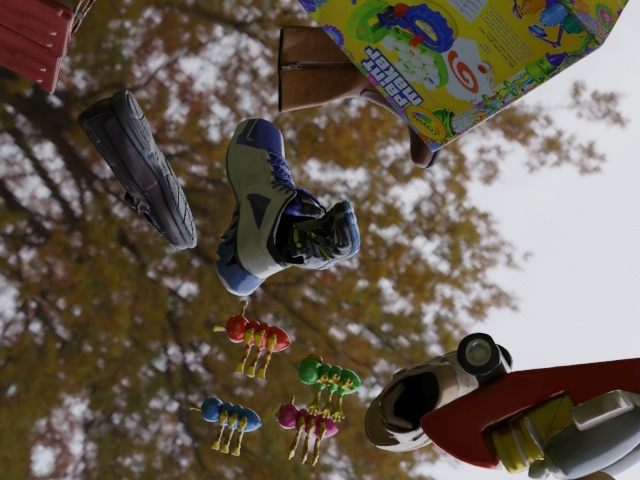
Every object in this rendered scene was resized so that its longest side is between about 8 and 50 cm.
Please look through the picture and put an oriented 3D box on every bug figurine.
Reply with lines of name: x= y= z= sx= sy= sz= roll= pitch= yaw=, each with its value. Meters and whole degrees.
bug figurine: x=-0.063 y=0.206 z=1.748 sx=0.279 sy=0.216 sz=0.072 roll=111 pitch=-2 yaw=-45

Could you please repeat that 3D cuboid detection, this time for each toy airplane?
toy airplane: x=0.377 y=0.250 z=1.664 sx=0.384 sy=0.386 sz=0.273 roll=-24 pitch=-115 yaw=58

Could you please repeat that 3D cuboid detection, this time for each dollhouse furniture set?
dollhouse furniture set: x=-0.431 y=-0.372 z=1.507 sx=0.152 sy=0.374 sz=0.201 roll=-52 pitch=-168 yaw=54

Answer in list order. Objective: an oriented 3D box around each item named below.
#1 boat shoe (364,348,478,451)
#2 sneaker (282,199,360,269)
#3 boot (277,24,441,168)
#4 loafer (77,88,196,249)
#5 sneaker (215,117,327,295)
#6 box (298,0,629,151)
boat shoe: x=0.140 y=0.251 z=1.964 sx=0.341 sy=0.110 sz=0.122 roll=-48 pitch=-122 yaw=54
sneaker: x=0.000 y=0.000 z=1.716 sx=0.188 sy=0.078 sz=0.067 roll=139 pitch=-56 yaw=-61
boot: x=0.068 y=-0.240 z=2.132 sx=0.280 sy=0.264 sz=0.096 roll=-7 pitch=-162 yaw=-15
loafer: x=-0.297 y=-0.106 z=2.069 sx=0.095 sy=0.303 sz=0.109 roll=-19 pitch=-149 yaw=6
sneaker: x=-0.067 y=-0.067 z=2.159 sx=0.182 sy=0.127 sz=0.316 roll=-19 pitch=-125 yaw=37
box: x=0.158 y=-0.307 z=1.458 sx=0.279 sy=0.290 sz=0.177 roll=-31 pitch=-163 yaw=45
